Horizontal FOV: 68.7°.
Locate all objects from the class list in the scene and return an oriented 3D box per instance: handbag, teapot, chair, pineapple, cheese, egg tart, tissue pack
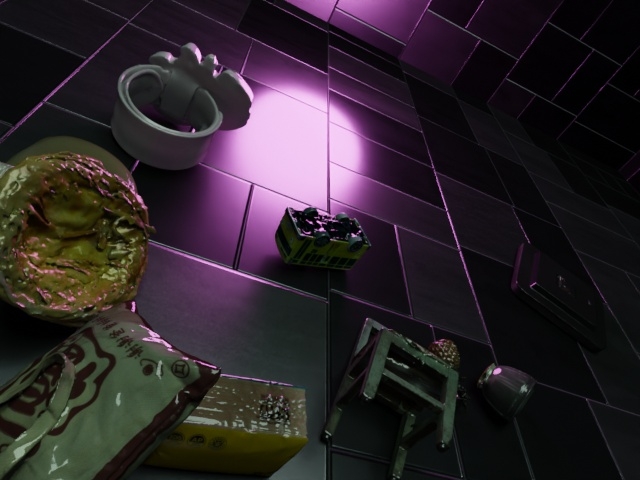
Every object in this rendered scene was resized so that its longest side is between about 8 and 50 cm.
[{"bbox_3d":[-0.238,0.164,0.458,0.212,0.127,0.235,22,50,39],"label":"handbag"},{"bbox_3d":[0.339,0.277,0.873,0.090,0.124,0.092,35,75,29],"label":"teapot"},{"bbox_3d":[0.122,0.203,0.730,0.136,0.147,0.270,32,38,1],"label":"chair"},{"bbox_3d":[0.231,0.243,0.845,0.058,0.058,0.125,16,46,-21],"label":"pineapple"},{"bbox_3d":[-0.380,-0.080,0.737,0.202,0.091,0.175,32,38,0],"label":"cheese"},{"bbox_3d":[-0.332,0.003,0.613,0.098,0.232,0.252,1,11,24],"label":"egg tart"},{"bbox_3d":[-0.111,0.222,0.558,0.169,0.120,0.082,17,41,-22],"label":"tissue pack"}]

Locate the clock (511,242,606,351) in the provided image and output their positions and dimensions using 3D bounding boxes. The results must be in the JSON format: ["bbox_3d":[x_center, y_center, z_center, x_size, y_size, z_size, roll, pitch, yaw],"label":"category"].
[{"bbox_3d":[0.652,0.138,1.270,0.273,0.049,0.279,37,37,5],"label":"clock"}]

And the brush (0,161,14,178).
[{"bbox_3d":[-0.433,0.014,0.587,0.103,0.013,0.273,21,56,-13],"label":"brush"}]

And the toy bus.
[{"bbox_3d":[0.000,0.000,0.911,0.174,0.101,0.088,8,42,-36],"label":"toy bus"}]

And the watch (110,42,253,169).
[{"bbox_3d":[-0.279,-0.262,0.948,0.244,0.196,0.232,28,43,-11],"label":"watch"}]
